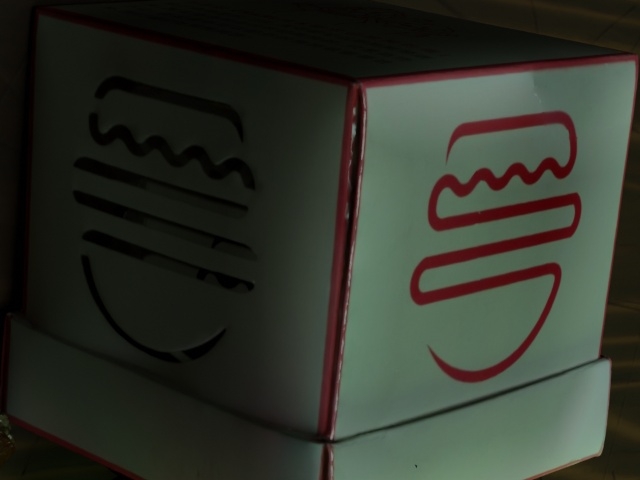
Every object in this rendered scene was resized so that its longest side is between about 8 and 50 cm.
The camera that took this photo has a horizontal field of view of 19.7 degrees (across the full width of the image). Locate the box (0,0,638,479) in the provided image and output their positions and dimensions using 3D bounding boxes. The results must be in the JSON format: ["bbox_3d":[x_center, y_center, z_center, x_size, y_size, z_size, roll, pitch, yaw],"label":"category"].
[{"bbox_3d":[0.000,0.000,1.260,0.312,0.314,0.300,-11,112,-46],"label":"box"}]

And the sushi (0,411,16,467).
[{"bbox_3d":[-0.243,0.124,1.243,0.055,0.052,0.120,-57,141,-14],"label":"sushi"}]

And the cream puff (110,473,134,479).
[{"bbox_3d":[-0.045,0.282,1.321,0.303,0.212,0.303,-8,102,-41],"label":"cream puff"}]

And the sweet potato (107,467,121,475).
[{"bbox_3d":[-0.084,0.158,1.435,0.314,0.072,0.066,11,59,-50],"label":"sweet potato"}]
